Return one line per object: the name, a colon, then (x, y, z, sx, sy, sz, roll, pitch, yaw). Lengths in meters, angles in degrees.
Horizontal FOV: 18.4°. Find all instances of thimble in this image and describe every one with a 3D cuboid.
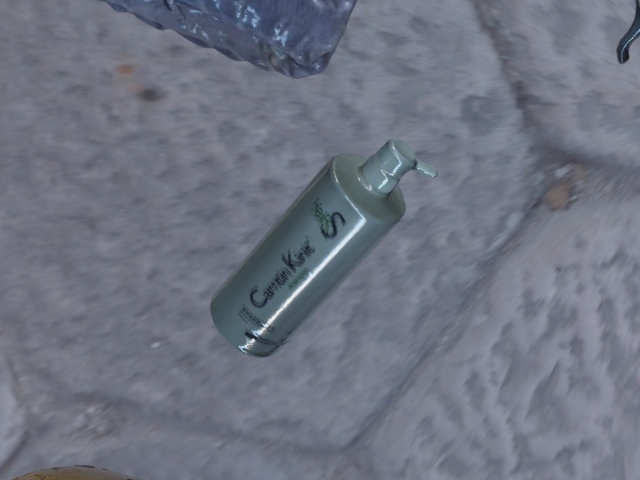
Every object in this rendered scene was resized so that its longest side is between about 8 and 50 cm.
thimble: (-0.071, -0.243, 1.547, 0.236, 0.205, 0.172, 22, 88, 7)

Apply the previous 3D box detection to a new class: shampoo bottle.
shampoo bottle: (0.000, 0.000, 1.804, 0.085, 0.085, 0.262, 45, 125, 5)

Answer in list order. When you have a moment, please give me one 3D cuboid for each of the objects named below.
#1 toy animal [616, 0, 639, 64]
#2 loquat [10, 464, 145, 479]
toy animal: (0.249, -0.288, 1.586, 0.137, 0.082, 0.269, -19, 91, 42)
loquat: (-0.179, 0.280, 1.469, 0.235, 0.235, 0.235, 1, 94, 11)
